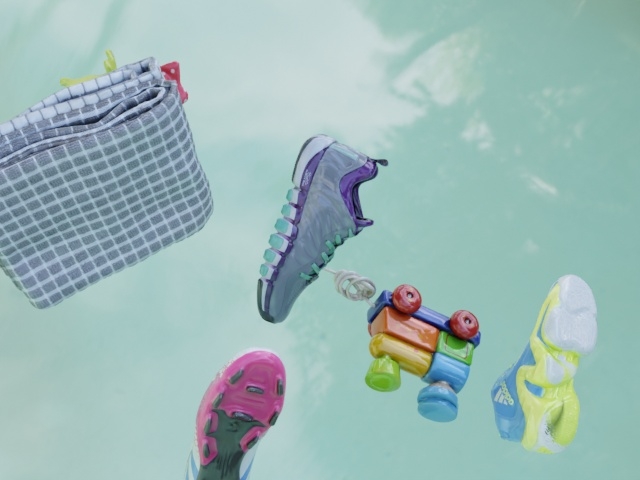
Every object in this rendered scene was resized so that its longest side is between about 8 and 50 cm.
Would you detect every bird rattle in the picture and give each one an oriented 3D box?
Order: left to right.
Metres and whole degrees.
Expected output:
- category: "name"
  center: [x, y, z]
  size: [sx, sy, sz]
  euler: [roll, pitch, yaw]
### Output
- category: "bird rattle"
  center: [-0.360, -0.243, 1.510]
  size: [0.253, 0.143, 0.207]
  euler: [8, 75, -58]

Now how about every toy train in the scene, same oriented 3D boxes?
- category: "toy train"
  center: [0.086, 0.136, 1.065]
  size: [0.248, 0.105, 0.143]
  euler: [24, 48, -7]

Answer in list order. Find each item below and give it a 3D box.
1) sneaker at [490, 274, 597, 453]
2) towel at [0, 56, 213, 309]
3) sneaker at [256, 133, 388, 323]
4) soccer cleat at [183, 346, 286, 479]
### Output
- category: "sneaker"
  center: [0.280, 0.158, 1.050]
  size: [0.091, 0.126, 0.240]
  euler: [33, 62, -24]
- category: "towel"
  center: [-0.281, -0.061, 0.972]
  size: [0.283, 0.235, 0.121]
  euler: [-28, 56, -13]
- category: "sneaker"
  center: [0.000, 0.000, 0.889]
  size: [0.098, 0.224, 0.083]
  euler: [20, 14, 14]
- category: "soccer cleat"
  center: [-0.141, 0.278, 1.185]
  size: [0.116, 0.331, 0.143]
  euler: [13, 21, -17]
